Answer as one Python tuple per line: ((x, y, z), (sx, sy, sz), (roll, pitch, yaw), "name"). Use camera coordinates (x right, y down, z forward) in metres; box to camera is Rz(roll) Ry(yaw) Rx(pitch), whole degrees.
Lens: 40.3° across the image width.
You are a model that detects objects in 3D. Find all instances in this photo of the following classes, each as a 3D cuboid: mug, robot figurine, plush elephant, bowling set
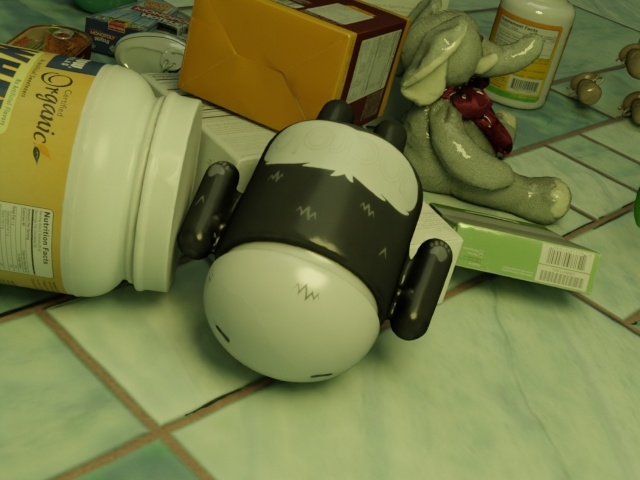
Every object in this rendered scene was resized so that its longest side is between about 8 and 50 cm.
((-0.408, -0.468, 1.584), (0.157, 0.097, 0.129), (9, 31, -6), "mug")
((-0.002, 0.000, 0.833), (0.209, 0.173, 0.278), (-3, 51, 34), "robot figurine")
((0.195, -0.208, 1.220), (0.329, 0.255, 0.272), (7, 32, -8), "plush elephant")
((0.632, -0.287, 1.653), (0.287, 0.200, 0.154), (-26, 19, 18), "bowling set")

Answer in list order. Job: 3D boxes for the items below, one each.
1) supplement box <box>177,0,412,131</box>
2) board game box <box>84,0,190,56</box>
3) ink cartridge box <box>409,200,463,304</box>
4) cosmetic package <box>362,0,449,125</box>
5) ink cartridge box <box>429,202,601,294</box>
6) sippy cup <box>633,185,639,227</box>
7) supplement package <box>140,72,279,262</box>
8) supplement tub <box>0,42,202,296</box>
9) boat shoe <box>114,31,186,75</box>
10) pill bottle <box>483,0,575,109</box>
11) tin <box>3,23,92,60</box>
((-0.027, -0.221, 1.020), (0.191, 0.129, 0.194), (25, 27, 17), "supplement box")
((-0.271, -0.356, 1.487), (0.194, 0.060, 0.194), (16, 31, 5), "board game box")
((0.085, 0.011, 0.980), (0.089, 0.092, 0.143), (-6, 35, -28), "ink cartridge box")
((0.056, -0.310, 1.369), (0.224, 0.225, 0.138), (0, 31, -21), "cosmetic package")
((0.227, 0.004, 1.087), (0.171, 0.056, 0.235), (12, 6, -3), "ink cartridge box")
((0.574, -0.010, 1.096), (0.305, 0.240, 0.224), (-16, 29, 32), "sippy cup")
((-0.112, -0.093, 1.031), (0.133, 0.139, 0.244), (-9, 35, -36), "supplement package")
((-0.285, -0.070, 0.841), (0.316, 0.228, 0.228), (10, 30, -5), "supplement tub")
((-0.211, -0.255, 1.318), (0.226, 0.083, 0.076), (15, 29, 3), "boat shoe")
((0.381, -0.376, 1.584), (0.136, 0.246, 0.136), (10, 30, -6), "pill bottle")
((-0.421, -0.288, 1.340), (0.106, 0.040, 0.190), (17, 30, -1), "tin")
